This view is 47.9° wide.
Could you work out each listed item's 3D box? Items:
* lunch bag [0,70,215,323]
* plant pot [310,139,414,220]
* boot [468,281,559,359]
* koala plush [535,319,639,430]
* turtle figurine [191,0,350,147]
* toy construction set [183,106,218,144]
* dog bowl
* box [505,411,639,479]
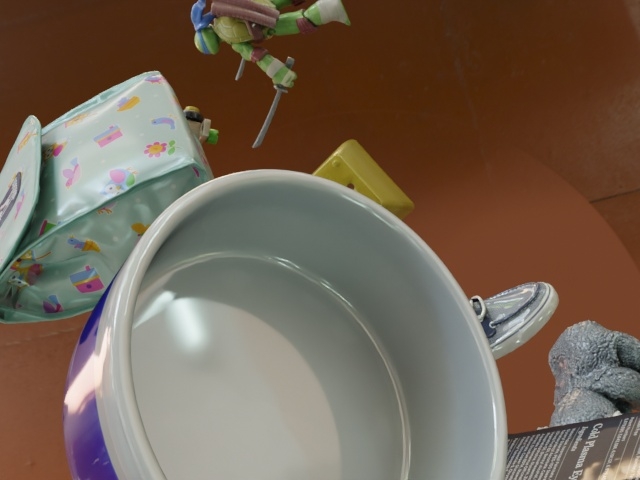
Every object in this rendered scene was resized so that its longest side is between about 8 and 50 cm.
[{"bbox_3d":[-0.247,-0.041,0.782,0.262,0.160,0.223,-24,42,-3],"label":"lunch bag"},{"bbox_3d":[0.046,-0.079,1.529,0.212,0.187,0.212,-43,83,11],"label":"plant pot"},{"bbox_3d":[0.147,0.083,0.746,0.190,0.069,0.086,-36,107,8],"label":"boot"},{"bbox_3d":[0.404,0.255,1.064,0.203,0.196,0.221,51,51,-6],"label":"koala plush"},{"bbox_3d":[-0.078,-0.371,1.326,0.266,0.198,0.275,-24,119,9],"label":"turtle figurine"},{"bbox_3d":[-0.366,-0.183,1.672,0.237,0.309,0.258,3,55,-27],"label":"toy construction set"},{"bbox_3d":[-0.016,0.094,0.449,0.264,0.104,0.265,18,53,-26],"label":"dog bowl"},{"bbox_3d":[0.341,0.347,0.672,0.312,0.179,0.343,-28,97,41],"label":"box"}]
